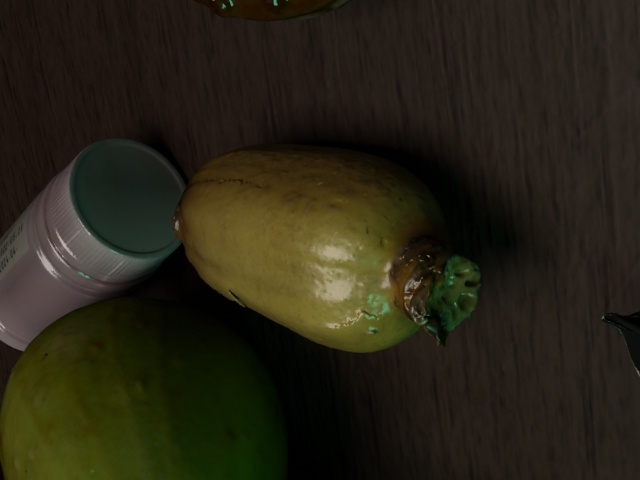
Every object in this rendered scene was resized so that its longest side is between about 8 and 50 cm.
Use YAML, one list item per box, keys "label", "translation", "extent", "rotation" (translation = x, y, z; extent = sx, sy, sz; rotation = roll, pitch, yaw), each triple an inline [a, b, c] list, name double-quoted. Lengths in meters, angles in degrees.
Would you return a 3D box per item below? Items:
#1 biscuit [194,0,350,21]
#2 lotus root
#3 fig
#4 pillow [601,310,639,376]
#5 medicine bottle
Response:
- label: "biscuit"
  translation: [-0.049, -0.296, 0.870]
  extent: [0.366, 0.115, 0.268]
  rotation: [37, 132, 29]
- label: "lotus root"
  translation: [0.002, 0.002, 0.946]
  extent: [0.303, 0.130, 0.146]
  rotation: [18, 120, 42]
- label: "fig"
  translation: [-0.149, 0.200, 1.069]
  extent: [0.326, 0.258, 0.258]
  rotation: [-121, 29, -59]
- label: "pillow"
  translation: [0.253, 0.100, 0.799]
  extent: [0.090, 0.048, 0.150]
  rotation: [-21, 97, 57]
- label: "medicine bottle"
  translation: [-0.235, 0.011, 1.191]
  extent: [0.249, 0.133, 0.133]
  rotation: [-36, 82, 49]
